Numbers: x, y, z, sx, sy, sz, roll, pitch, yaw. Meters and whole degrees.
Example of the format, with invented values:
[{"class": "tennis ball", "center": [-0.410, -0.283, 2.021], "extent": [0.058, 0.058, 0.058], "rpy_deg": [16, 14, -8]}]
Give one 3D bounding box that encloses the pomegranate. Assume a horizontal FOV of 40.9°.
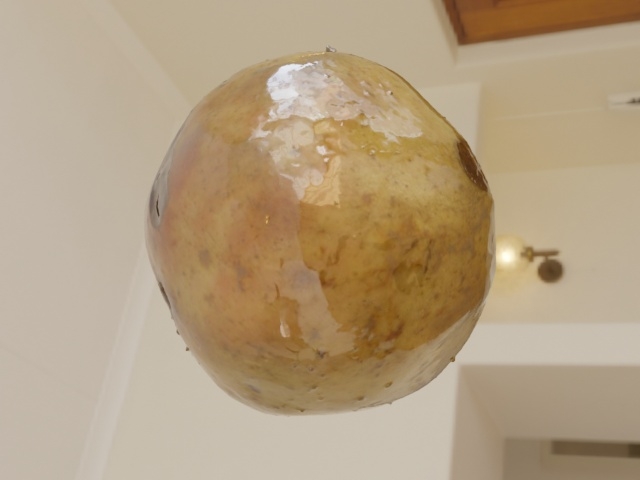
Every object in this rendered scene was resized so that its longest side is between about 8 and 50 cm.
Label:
[{"class": "pomegranate", "center": [0.000, 0.000, 0.660], "extent": [0.281, 0.281, 0.281], "rpy_deg": [-3, -90, -67]}]
